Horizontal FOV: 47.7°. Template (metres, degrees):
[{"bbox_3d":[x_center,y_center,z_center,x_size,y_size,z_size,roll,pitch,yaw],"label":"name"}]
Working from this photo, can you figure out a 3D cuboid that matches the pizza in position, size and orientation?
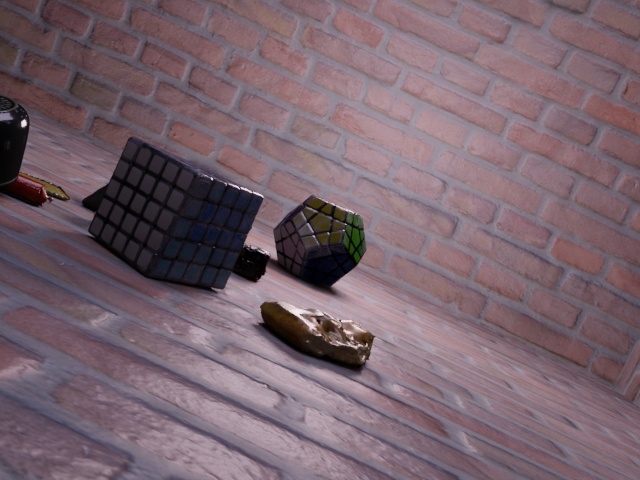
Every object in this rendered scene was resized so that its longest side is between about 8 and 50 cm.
[{"bbox_3d":[0.025,0.196,1.511,0.297,0.071,0.189,23,4,-36],"label":"pizza"}]

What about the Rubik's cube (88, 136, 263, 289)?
[{"bbox_3d":[-0.308,-0.056,1.554,0.238,0.237,0.237,27,6,33],"label":"Rubik's cube"}]

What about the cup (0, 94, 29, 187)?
[{"bbox_3d":[-0.706,-0.201,1.453,0.223,0.177,0.169,-2,33,-32],"label":"cup"}]

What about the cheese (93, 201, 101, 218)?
[{"bbox_3d":[-0.425,-0.027,1.725,0.227,0.064,0.137,24,5,-28],"label":"cheese"}]

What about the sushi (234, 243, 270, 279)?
[{"bbox_3d":[-0.185,0.056,1.935,0.094,0.084,0.098,21,0,-1],"label":"sushi"}]

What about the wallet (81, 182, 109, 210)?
[{"bbox_3d":[-0.416,-0.074,1.893,0.377,0.051,0.197,19,27,9],"label":"wallet"}]

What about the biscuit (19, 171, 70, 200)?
[{"bbox_3d":[-0.727,-0.150,1.793,0.203,0.016,0.144,23,5,-36],"label":"biscuit"}]

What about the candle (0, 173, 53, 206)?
[{"bbox_3d":[-0.649,-0.115,1.587,0.130,0.052,0.052,25,4,-15],"label":"candle"}]

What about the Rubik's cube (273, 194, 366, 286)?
[{"bbox_3d":[0.000,0.000,2.427,0.319,0.319,0.264,23,30,-26],"label":"Rubik's cube"}]
